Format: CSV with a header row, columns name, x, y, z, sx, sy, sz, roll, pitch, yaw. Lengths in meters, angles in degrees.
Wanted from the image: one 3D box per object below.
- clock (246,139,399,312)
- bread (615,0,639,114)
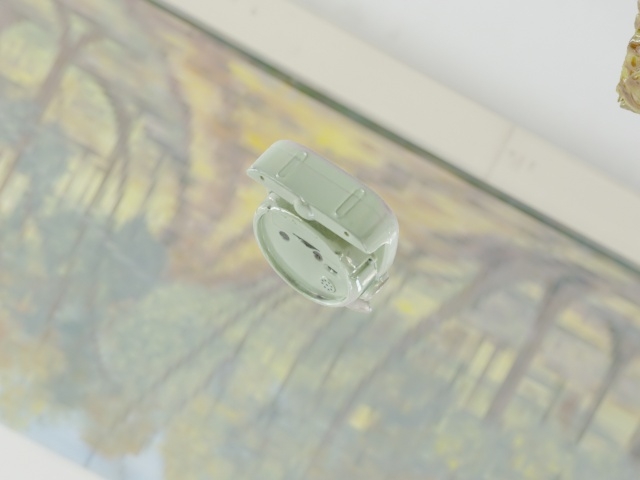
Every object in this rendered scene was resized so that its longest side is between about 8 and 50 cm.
name,x,y,z,sx,sy,sz,roll,pitch,yaw
clock,0.000,0.000,1.782,0.151,0.062,0.191,33,151,20
bread,0.363,-0.218,1.770,0.096,0.181,0.222,22,150,15
